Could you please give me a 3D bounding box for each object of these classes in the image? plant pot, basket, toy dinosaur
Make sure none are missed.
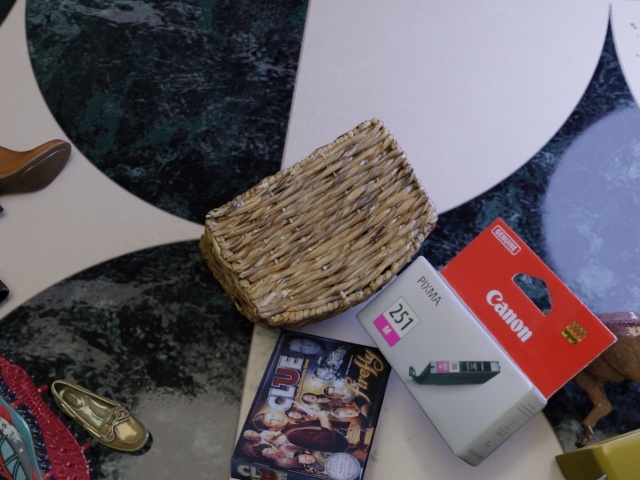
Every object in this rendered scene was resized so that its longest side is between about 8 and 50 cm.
[{"bbox_3d":[0.440,0.318,1.257,0.212,0.212,0.187,-17,75,-4],"label":"plant pot"},{"bbox_3d":[0.000,0.000,1.462,0.299,0.223,0.213,-31,87,-13],"label":"basket"},{"bbox_3d":[0.369,0.137,1.333,0.200,0.295,0.127,49,42,-16],"label":"toy dinosaur"}]

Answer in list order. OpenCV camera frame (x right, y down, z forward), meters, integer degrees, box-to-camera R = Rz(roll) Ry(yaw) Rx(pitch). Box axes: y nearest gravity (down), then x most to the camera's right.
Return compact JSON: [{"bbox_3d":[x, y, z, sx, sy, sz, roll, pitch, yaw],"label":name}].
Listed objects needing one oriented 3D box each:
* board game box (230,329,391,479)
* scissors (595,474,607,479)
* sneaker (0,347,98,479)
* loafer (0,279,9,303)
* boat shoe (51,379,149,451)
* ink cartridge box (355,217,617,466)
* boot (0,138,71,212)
[{"bbox_3d":[-0.006,0.226,1.354,0.165,0.042,0.243,10,39,8],"label":"board game box"},{"bbox_3d":[0.226,0.367,1.232,0.109,0.297,0.021,29,27,8],"label":"scissors"},{"bbox_3d":[-0.404,0.280,1.396,0.125,0.104,0.262,-39,78,26],"label":"sneaker"},{"bbox_3d":[-0.527,0.130,1.467,0.078,0.080,0.220,23,68,14],"label":"loafer"},{"bbox_3d":[-0.307,0.241,1.418,0.153,0.048,0.056,31,70,17],"label":"boat shoe"},{"bbox_3d":[0.204,0.113,1.325,0.239,0.060,0.275,-44,45,7],"label":"ink cartridge box"},{"bbox_3d":[-0.504,-0.132,1.600,0.197,0.073,0.152,-36,63,-16],"label":"boot"}]
